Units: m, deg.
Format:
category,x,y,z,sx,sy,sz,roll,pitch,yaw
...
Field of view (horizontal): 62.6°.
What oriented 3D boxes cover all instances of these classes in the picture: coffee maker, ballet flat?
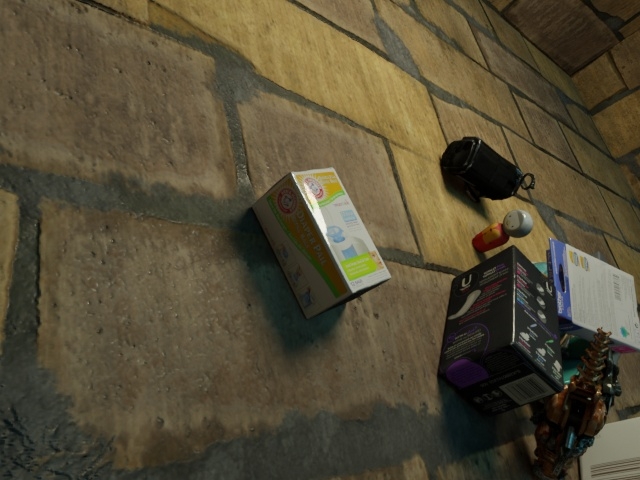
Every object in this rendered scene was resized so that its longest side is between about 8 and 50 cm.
category,x,y,z,sx,sy,sz,roll,pitch,yaw
coffee maker,0.428,-0.189,1.354,0.178,0.171,0.120,25,63,-30
ballet flat,0.606,0.320,1.224,0.400,0.139,0.139,-16,75,-46

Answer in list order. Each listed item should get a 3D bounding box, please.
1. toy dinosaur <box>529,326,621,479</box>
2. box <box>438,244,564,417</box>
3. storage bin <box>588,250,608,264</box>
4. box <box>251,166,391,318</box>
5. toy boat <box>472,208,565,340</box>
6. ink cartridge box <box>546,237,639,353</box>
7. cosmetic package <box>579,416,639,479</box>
category,x,y,z,sx,sy,sz,roll,pitch,yaw
toy dinosaur,0.466,0.297,0.947,0.164,0.322,0.218,35,38,10
box,0.347,0.168,1.009,0.143,0.165,0.270,41,40,-14
storage bin,0.852,0.103,1.650,0.098,0.091,0.135,48,39,-10
box,0.000,0.000,0.818,0.114,0.103,0.203,-14,73,-51
toy boat,0.502,0.085,1.248,0.318,0.148,0.267,57,38,2
ink cartridge box,0.599,0.128,1.177,0.310,0.065,0.186,22,62,-28
cosmetic package,0.765,0.579,1.019,0.393,0.327,0.330,43,40,-17
